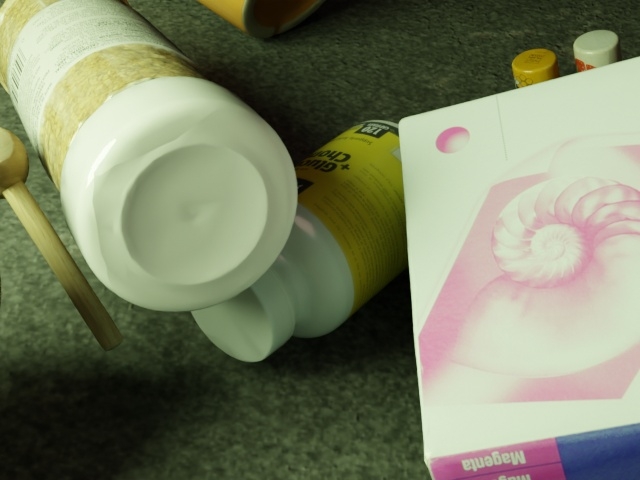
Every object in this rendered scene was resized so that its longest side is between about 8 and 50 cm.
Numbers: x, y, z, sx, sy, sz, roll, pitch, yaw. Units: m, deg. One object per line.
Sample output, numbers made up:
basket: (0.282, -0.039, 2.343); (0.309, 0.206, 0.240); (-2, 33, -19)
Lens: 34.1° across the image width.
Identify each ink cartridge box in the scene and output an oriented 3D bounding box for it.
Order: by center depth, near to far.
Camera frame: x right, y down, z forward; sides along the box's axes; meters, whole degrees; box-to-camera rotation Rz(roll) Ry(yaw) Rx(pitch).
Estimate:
ink cartridge box: (0.208, 0.030, 0.524); (0.324, 0.071, 0.330); (-14, 48, 14)

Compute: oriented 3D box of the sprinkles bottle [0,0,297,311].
sprinkles bottle: (-0.133, -0.085, 0.681); (0.121, 0.121, 0.355); (-11, 28, -20)

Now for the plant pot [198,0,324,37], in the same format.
plant pot: (-0.078, -0.295, 0.954); (0.205, 0.205, 0.188); (-29, 69, -35)

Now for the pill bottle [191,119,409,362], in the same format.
pill bottle: (0.000, 0.000, 0.690); (0.103, 0.103, 0.184); (31, 46, 24)

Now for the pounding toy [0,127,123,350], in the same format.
pounding toy: (-0.186, 0.038, 0.537); (0.154, 0.154, 0.270); (3, 64, -5)

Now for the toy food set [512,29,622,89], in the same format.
toy food set: (0.273, -0.097, 0.874); (0.111, 0.105, 0.232); (-38, 40, -24)
